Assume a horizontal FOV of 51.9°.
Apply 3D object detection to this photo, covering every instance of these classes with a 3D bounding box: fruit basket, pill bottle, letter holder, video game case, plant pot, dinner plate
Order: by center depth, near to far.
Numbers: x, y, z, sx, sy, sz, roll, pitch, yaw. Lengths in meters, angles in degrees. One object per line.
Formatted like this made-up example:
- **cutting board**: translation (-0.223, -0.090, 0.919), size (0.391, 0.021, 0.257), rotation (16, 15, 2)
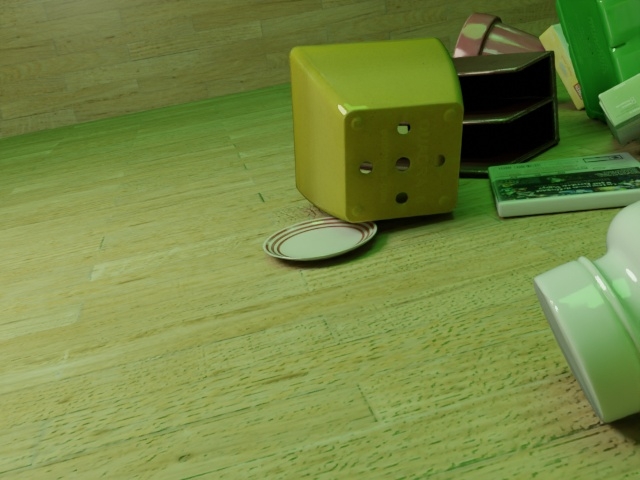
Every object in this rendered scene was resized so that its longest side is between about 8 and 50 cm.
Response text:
- **pill bottle**: translation (0.267, 0.018, 0.400), size (0.246, 0.136, 0.136), rotation (-25, 18, 10)
- **dinner plate**: translation (0.000, 0.000, 0.805), size (0.141, 0.017, 0.141), rotation (-8, 20, 3)
- **video game case**: translation (0.320, -0.074, 0.849), size (0.191, 0.022, 0.173), rotation (-5, 20, 12)
- **plant pot**: translation (0.080, -0.132, 0.853), size (0.212, 0.212, 0.187), rotation (-6, 28, -7)
- **letter holder**: translation (0.201, -0.208, 1.088), size (0.302, 0.151, 0.214), rotation (11, 30, 44)
- **fruit basket**: translation (0.603, -0.399, 1.095), size (0.392, 0.391, 0.283), rotation (-11, 20, -2)
- **plant pot**: translation (0.392, -0.369, 1.399), size (0.180, 0.201, 0.201), rotation (18, 30, 23)

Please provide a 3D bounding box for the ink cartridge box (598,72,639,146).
- **ink cartridge box**: translation (0.492, -0.195, 0.922), size (0.171, 0.056, 0.235), rotation (-29, -19, 23)

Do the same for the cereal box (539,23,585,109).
- **cereal box**: translation (0.575, -0.371, 1.330), size (0.240, 0.172, 0.047), rotation (-21, -10, -27)
